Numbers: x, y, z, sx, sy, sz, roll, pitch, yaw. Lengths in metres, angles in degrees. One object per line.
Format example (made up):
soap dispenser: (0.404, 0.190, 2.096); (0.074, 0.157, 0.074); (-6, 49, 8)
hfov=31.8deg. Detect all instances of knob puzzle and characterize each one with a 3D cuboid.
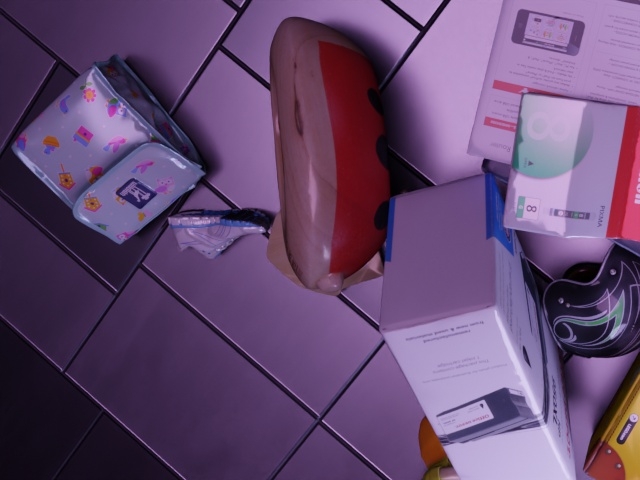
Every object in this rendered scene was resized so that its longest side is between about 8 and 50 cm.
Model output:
knob puzzle: (0.000, 0.000, 1.901); (0.213, 0.030, 0.213); (3, 100, 17)

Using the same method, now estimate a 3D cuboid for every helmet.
helmet: (0.437, 0.093, 1.711); (0.161, 0.169, 0.169); (-15, 94, 29)

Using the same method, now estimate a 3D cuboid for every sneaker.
sneaker: (-0.171, -0.010, 1.940); (0.191, 0.071, 0.083); (0, 105, 26)

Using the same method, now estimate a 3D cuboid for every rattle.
rattle: (0.259, 0.395, 1.886); (0.200, 0.143, 0.130); (10, 121, -9)

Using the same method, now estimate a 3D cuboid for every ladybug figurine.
ladybug figurine: (0.015, -0.135, 1.732); (0.162, 0.305, 0.449); (-4, 72, -5)

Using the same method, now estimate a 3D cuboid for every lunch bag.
lunch bag: (-0.353, -0.146, 1.925); (0.223, 0.160, 0.262); (-39, 97, 16)

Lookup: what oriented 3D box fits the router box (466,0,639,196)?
router box: (0.392, -0.223, 1.489); (0.335, 0.082, 0.301); (16, 104, 14)

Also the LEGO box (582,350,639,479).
LEGO box: (0.669, 0.202, 1.635); (0.372, 0.193, 0.500); (29, 106, 11)

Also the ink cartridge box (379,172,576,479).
ink cartridge box: (0.235, 0.148, 1.633); (0.166, 0.285, 0.395); (-14, 128, 19)

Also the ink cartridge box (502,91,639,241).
ink cartridge box: (0.359, -0.089, 1.451); (0.225, 0.056, 0.181); (10, 103, 17)

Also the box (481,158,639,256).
box: (0.464, -0.212, 1.624); (0.293, 0.212, 0.395); (31, 107, 11)

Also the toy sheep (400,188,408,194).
toy sheep: (0.170, -0.028, 1.814); (0.091, 0.091, 0.132); (-38, 105, 19)
